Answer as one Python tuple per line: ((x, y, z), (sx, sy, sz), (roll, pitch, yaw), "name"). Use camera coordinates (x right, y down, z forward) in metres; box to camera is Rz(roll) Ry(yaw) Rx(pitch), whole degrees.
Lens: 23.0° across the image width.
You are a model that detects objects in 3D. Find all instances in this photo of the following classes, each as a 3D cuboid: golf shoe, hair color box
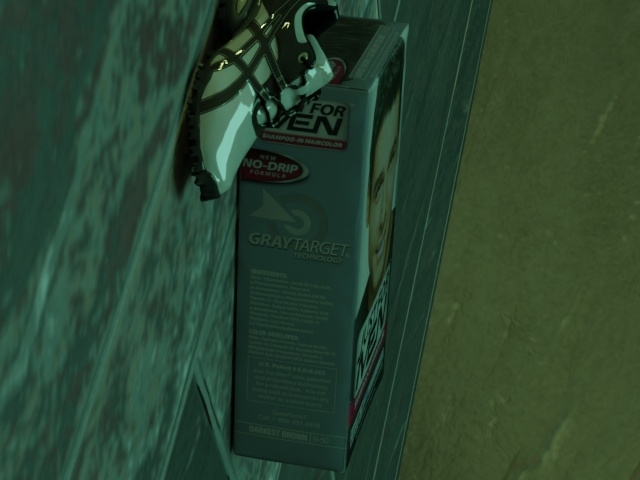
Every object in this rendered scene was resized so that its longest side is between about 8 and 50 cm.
((-0.041, -0.116, 1.169), (0.077, 0.094, 0.198), (80, 22, -63), "golf shoe")
((0.000, 0.000, 1.434), (0.185, 0.113, 0.374), (-63, 158, -61), "hair color box")
